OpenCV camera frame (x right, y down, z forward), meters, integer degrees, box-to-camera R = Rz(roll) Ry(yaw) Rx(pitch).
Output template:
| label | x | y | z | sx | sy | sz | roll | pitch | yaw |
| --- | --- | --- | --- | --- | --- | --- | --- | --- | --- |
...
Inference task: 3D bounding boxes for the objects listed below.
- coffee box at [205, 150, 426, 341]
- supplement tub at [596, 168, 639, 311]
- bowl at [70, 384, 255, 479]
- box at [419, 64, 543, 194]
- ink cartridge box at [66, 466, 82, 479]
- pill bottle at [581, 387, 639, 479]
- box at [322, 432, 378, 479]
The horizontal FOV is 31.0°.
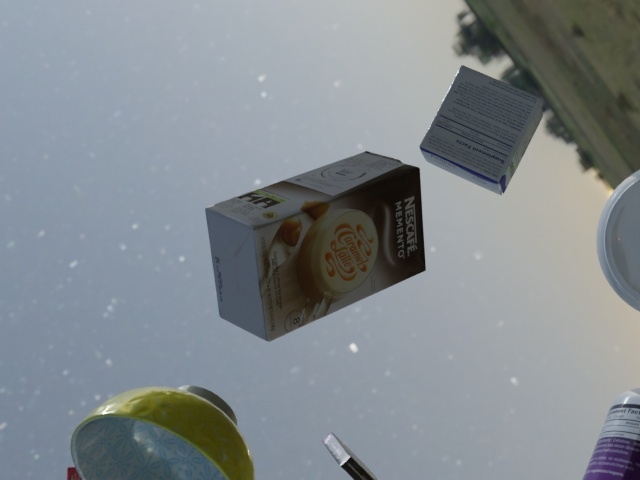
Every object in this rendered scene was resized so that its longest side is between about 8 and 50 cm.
| label | x | y | z | sx | sy | sz | roll | pitch | yaw |
| --- | --- | --- | --- | --- | --- | --- | --- | --- | --- |
| coffee box | 0.000 | 0.000 | 1.339 | 0.098 | 0.246 | 0.141 | 21 | 125 | 46 |
| supplement tub | 0.546 | 0.000 | 1.747 | 0.241 | 0.241 | 0.331 | 57 | -165 | 10 |
| bowl | -0.207 | 0.309 | 1.717 | 0.289 | 0.289 | 0.156 | 50 | -136 | -17 |
| box | 0.228 | -0.154 | 1.626 | 0.126 | 0.137 | 0.072 | 26 | 174 | 16 |
| ink cartridge box | -0.337 | 0.499 | 2.090 | 0.172 | 0.237 | 0.100 | -102 | 15 | -45 |
| pill bottle | 0.469 | 0.337 | 1.628 | 0.181 | 0.323 | 0.181 | 24 | 158 | 10 |
| box | 0.065 | 0.405 | 2.039 | 0.116 | 0.029 | 0.162 | 47 | 177 | -12 |
